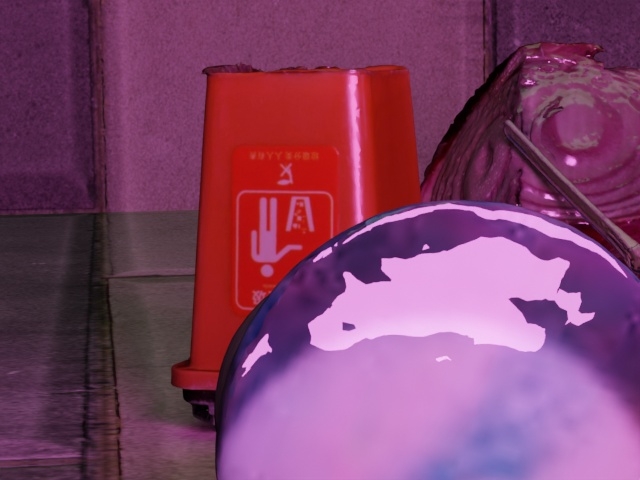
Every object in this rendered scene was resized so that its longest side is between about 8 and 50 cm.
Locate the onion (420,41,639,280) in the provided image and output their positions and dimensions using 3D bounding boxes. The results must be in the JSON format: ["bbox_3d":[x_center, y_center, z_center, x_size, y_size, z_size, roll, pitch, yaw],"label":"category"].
[{"bbox_3d":[0.230,-0.033,1.668,0.230,0.272,0.256,9,-4,-20],"label":"onion"}]

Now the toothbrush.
[{"bbox_3d":[0.233,-0.004,1.483,0.028,0.026,0.294,-24,55,-16],"label":"toothbrush"}]

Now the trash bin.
[{"bbox_3d":[0.000,0.000,1.231,0.161,0.238,0.184,1,4,19],"label":"trash bin"}]

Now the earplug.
[{"bbox_3d":[0.025,0.075,0.836,0.185,0.185,0.324,-2,1,-10],"label":"earplug"}]
